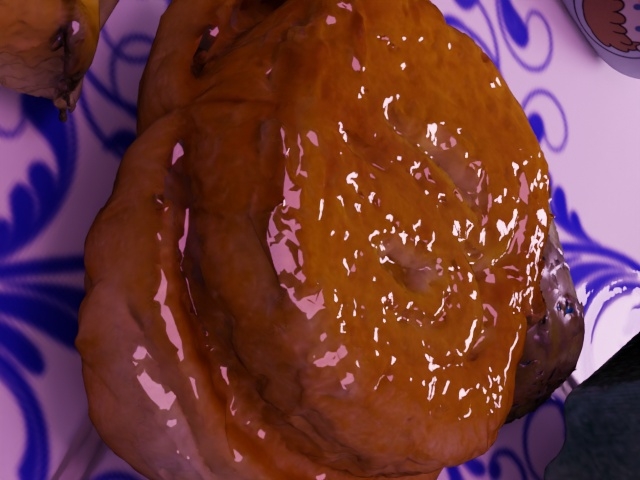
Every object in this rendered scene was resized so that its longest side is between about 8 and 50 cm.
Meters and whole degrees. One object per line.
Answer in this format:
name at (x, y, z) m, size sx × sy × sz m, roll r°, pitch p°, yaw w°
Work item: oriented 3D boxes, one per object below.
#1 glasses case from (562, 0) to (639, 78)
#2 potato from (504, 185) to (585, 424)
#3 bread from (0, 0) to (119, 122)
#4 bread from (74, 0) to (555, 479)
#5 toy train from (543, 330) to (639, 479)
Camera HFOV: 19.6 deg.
glasses case at (0.149, -0.160, 0.978) m, size 0.178 × 0.067 × 0.045 m, roll 54°, pitch 45°, yaw -25°
potato at (0.079, -0.008, 0.884) m, size 0.119 × 0.054 × 0.198 m, roll -9°, pitch 88°, yaw -46°
bread at (-0.134, -0.147, 0.624) m, size 0.133 × 0.251 × 0.174 m, roll 0°, pitch 81°, yaw -4°
bread at (0.002, 0.002, 0.744) m, size 0.198 × 0.120 × 0.236 m, roll 35°, pitch 58°, yaw -40°
toy train at (0.244, 0.162, 0.887) m, size 0.167 × 0.238 × 0.299 m, roll -26°, pitch 103°, yaw -59°
